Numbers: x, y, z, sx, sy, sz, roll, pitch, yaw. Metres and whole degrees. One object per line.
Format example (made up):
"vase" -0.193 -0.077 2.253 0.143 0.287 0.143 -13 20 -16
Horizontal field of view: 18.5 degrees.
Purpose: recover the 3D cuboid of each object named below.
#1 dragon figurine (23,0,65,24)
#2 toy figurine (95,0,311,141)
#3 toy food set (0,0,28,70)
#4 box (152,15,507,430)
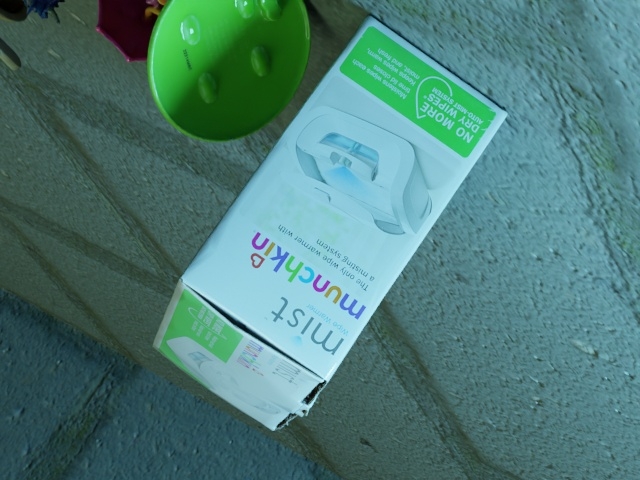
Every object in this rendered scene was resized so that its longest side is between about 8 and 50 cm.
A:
"dragon figurine" -0.193 -0.236 1.388 0.144 0.085 0.289 39 165 -11
"toy figurine" -0.108 -0.173 1.390 0.159 0.130 0.173 32 145 49
"toy food set" -0.261 -0.229 1.524 0.132 0.038 0.192 47 -159 -43
"box" 0.000 0.000 1.409 0.127 0.231 0.262 35 165 0
